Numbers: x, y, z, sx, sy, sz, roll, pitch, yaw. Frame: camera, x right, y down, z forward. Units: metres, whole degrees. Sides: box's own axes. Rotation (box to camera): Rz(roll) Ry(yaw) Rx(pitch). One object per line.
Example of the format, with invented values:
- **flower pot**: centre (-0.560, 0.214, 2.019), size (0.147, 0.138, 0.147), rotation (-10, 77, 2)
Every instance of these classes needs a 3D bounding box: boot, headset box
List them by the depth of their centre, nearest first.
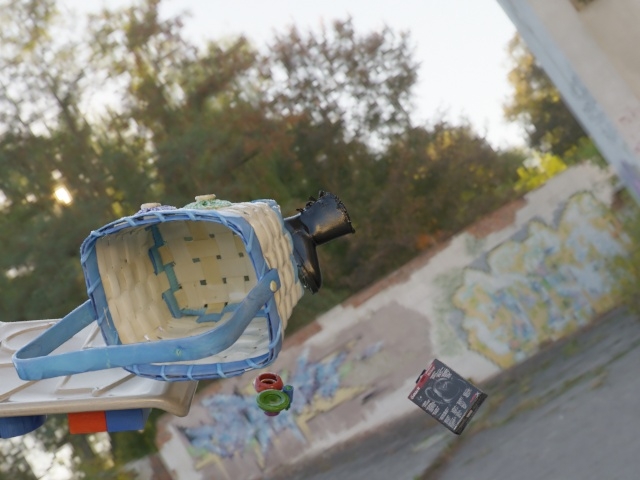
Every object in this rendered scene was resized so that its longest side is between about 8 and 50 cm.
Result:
- **headset box**: centre (0.153, 0.190, 1.244), size (0.062, 0.083, 0.032), rotation (-56, -29, 0)
- **boot**: centre (0.000, 0.000, 1.341), size (0.099, 0.121, 0.045), rotation (-27, -18, -14)

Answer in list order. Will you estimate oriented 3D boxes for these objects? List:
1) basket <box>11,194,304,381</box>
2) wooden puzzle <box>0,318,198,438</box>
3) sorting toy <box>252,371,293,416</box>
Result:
- **basket**: centre (-0.163, 0.066, 1.101), size (0.255, 0.201, 0.289), rotation (-8, 22, 22)
- **wooden puzzle**: centre (-0.334, 0.180, 1.354), size (0.348, 0.080, 0.322), rotation (1, 15, 0)
- **sorting toy**: centre (-0.073, 0.246, 1.559), size (0.061, 0.042, 0.102), rotation (0, 27, -9)
